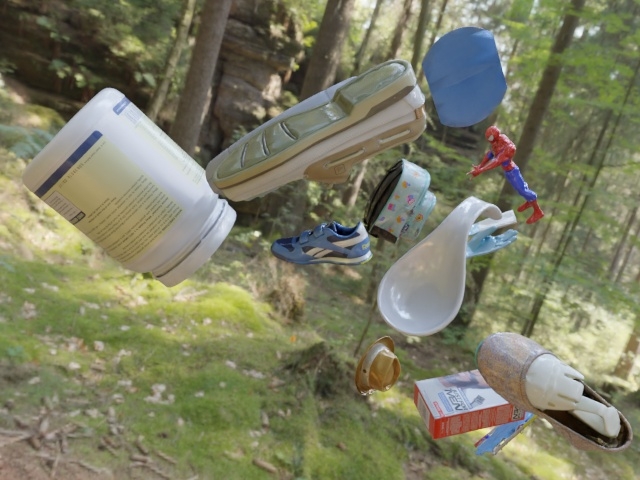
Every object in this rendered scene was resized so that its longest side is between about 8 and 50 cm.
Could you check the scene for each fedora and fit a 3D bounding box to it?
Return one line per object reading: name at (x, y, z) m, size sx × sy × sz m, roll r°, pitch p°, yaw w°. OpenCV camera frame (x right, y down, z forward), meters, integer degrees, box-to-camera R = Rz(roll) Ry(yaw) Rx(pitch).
fedora at (0.184, 0.385, 1.793) m, size 0.079 × 0.194 × 0.194 m, roll 23°, pitch 11°, yaw 39°

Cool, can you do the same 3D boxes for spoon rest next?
spoon rest at (0.197, 0.033, 0.977) m, size 0.137 × 0.276 × 0.084 m, roll 27°, pitch -20°, yaw 33°

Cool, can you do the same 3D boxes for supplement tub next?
supplement tub at (-0.341, -0.089, 1.113) m, size 0.325 × 0.235 × 0.235 m, roll 44°, pitch -1°, yaw -22°

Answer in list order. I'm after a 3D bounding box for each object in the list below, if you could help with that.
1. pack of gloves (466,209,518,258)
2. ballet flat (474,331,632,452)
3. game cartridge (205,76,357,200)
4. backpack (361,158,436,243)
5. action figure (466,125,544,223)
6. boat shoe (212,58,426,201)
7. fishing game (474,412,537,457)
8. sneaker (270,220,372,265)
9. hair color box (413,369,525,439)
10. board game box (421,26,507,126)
pack of gloves at (0.378, -0.018, 1.525) m, size 0.232 × 0.046 × 0.195 m, roll -18°, pitch 22°, yaw 19°
ballet flat at (0.372, 0.235, 0.922) m, size 0.316 × 0.107 × 0.106 m, roll 34°, pitch -16°, yaw -24°
game cartridge at (-0.033, -0.157, 0.970) m, size 0.060 × 0.294 × 0.196 m, roll 63°, pitch 13°, yaw 4°
backpack at (0.197, -0.096, 1.457) m, size 0.145 × 0.188 × 0.166 m, roll 20°, pitch 17°, yaw -4°
action figure at (0.427, -0.145, 1.448) m, size 0.280 × 0.139 × 0.091 m, roll 56°, pitch 11°, yaw -33°
boat shoe at (0.003, -0.122, 0.812) m, size 0.103 × 0.303 × 0.113 m, roll 58°, pitch 11°, yaw -34°
fishing game at (0.426, 0.427, 1.348) m, size 0.041 × 0.189 × 0.264 m, roll 50°, pitch -8°, yaw 16°
sneaker at (0.000, 0.000, 0.848) m, size 0.144 × 0.059 × 0.053 m, roll -1°, pitch 26°, yaw 8°
hair color box at (0.256, 0.276, 1.038) m, size 0.167 × 0.053 × 0.093 m, roll -8°, pitch 30°, yaw -11°
board game box at (0.246, -0.285, 1.047) m, size 0.133 × 0.168 × 0.033 m, roll -26°, pitch 27°, yaw -1°
